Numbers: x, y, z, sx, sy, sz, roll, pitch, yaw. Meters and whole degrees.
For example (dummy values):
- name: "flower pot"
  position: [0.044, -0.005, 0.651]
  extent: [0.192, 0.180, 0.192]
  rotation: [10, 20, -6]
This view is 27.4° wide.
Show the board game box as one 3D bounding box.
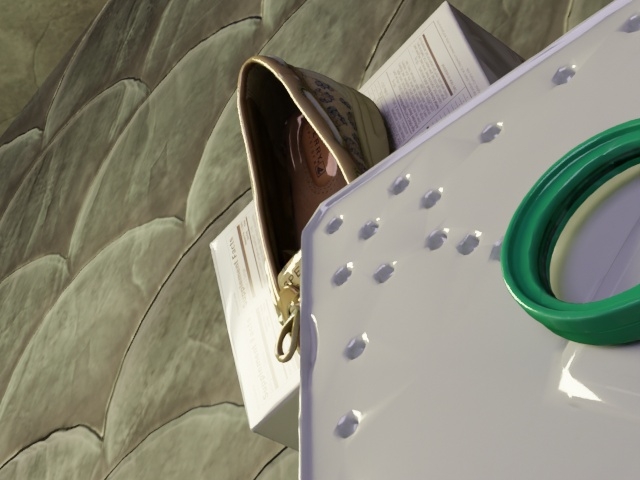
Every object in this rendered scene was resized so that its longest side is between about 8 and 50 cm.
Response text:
- name: "board game box"
  position: [0.154, 0.027, 0.454]
  extent: [0.390, 0.050, 0.390]
  rotation: [-34, 33, 25]

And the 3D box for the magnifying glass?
- name: "magnifying glass"
  position: [0.149, -0.003, 0.424]
  extent: [0.231, 0.026, 0.092]
  rotation: [1, 56, 56]

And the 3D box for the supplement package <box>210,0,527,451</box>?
- name: "supplement package"
  position: [0.089, 0.019, 0.933]
  extent: [0.263, 0.199, 0.198]
  rotation: [-45, 37, 22]

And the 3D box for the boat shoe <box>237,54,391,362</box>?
- name: "boat shoe"
  position: [0.000, 0.000, 0.802]
  extent: [0.104, 0.089, 0.285]
  rotation: [-42, 40, 24]
